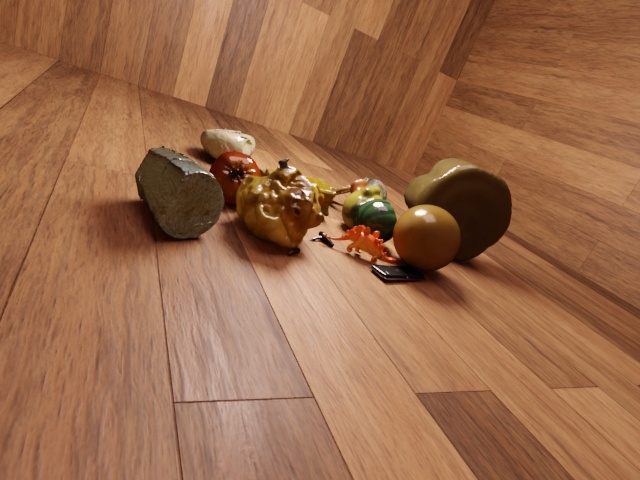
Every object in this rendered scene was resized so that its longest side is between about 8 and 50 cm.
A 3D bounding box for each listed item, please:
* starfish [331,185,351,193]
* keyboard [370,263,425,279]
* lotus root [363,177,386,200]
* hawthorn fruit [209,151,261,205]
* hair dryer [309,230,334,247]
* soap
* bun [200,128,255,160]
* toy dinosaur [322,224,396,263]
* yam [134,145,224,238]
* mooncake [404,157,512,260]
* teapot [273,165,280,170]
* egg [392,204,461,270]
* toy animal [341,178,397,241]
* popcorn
[{"bbox_3d":[0.028,-0.246,2.013,0.302,0.060,0.299,2,6,-15],"label":"starfish"},{"bbox_3d":[0.279,0.117,1.451,0.230,0.025,0.094,5,24,-40],"label":"keyboard"},{"bbox_3d":[0.252,-0.215,2.074,0.175,0.175,0.349,22,27,0],"label":"lotus root"},{"bbox_3d":[-0.317,-0.226,1.507,0.197,0.196,0.225,17,-4,-15],"label":"hawthorn fruit"},{"bbox_3d":[0.000,0.000,1.472,0.083,0.031,0.079,-14,47,-37],"label":"hair dryer"},{"bbox_3d":[-0.114,-0.213,1.738,0.281,0.143,0.259,5,23,-27],"label":"soap"},{"bbox_3d":[-0.445,-0.447,1.945,0.273,0.168,0.273,10,14,-2],"label":"bun"},{"bbox_3d":[0.155,0.002,1.470,0.288,0.117,0.070,27,21,-5],"label":"toy dinosaur"},{"bbox_3d":[-0.411,-0.142,1.169,0.271,0.202,0.201,34,1,33],"label":"yam"},{"bbox_3d":[0.631,-0.149,1.911,0.467,0.467,0.262,19,13,-9],"label":"mooncake"},{"bbox_3d":[-0.195,-0.306,1.972,0.080,0.085,0.110,32,2,20],"label":"teapot"},{"bbox_3d":[0.402,-0.012,1.552,0.250,0.250,0.322,33,0,27],"label":"egg"},{"bbox_3d":[0.192,-0.112,1.721,0.191,0.216,0.338,-13,34,-12],"label":"toy animal"},{"bbox_3d":[-0.118,-0.126,1.334,0.297,0.281,0.316,-13,24,-31],"label":"popcorn"}]
